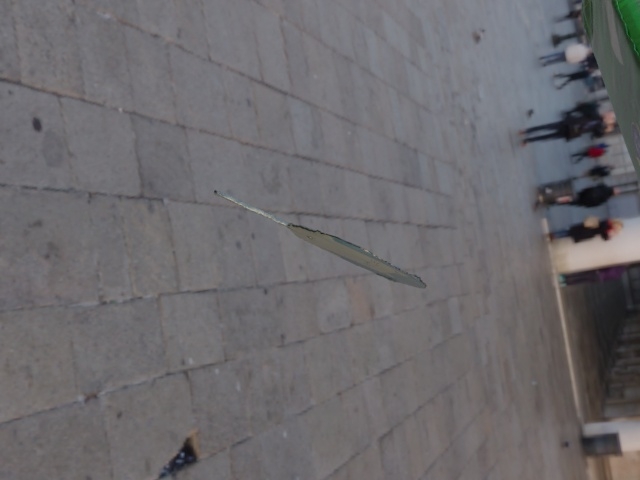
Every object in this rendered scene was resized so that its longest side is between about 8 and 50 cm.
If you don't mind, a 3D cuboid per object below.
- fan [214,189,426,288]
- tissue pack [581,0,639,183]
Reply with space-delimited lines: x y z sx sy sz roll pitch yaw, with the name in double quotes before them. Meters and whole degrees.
"fan" 0.000 0.000 0.592 0.113 0.175 0.005 161 -47 -81
"tissue pack" 0.260 -0.096 0.488 0.156 0.148 0.209 64 19 -47
